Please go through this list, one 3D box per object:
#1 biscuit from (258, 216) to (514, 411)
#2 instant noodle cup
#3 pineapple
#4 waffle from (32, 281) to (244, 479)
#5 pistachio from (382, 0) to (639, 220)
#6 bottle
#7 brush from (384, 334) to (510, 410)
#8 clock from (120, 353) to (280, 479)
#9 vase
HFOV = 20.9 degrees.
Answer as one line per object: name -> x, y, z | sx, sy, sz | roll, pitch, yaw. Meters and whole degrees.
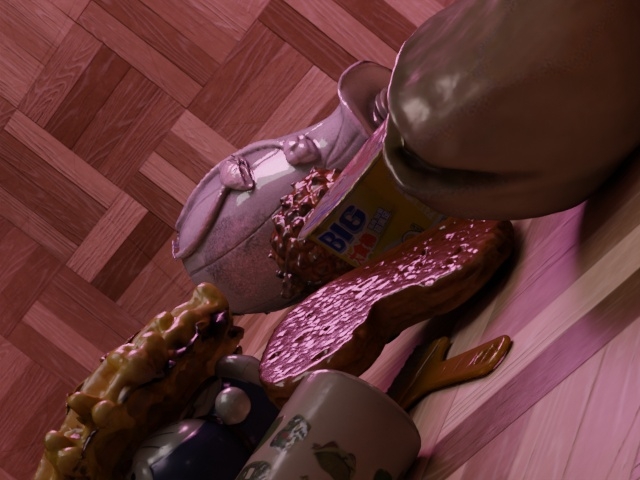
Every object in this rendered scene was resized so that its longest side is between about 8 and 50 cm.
biscuit -> 0.070, 0.067, 1.666 | 0.277, 0.052, 0.262 | -29, 13, 9
instant noodle cup -> 0.096, -0.037, 1.893 | 0.205, 0.153, 0.205 | -53, 5, 6
pineapple -> 0.000, 0.000, 2.382 | 0.193, 0.166, 0.166 | -57, 7, -16
waffle -> -0.226, 0.245, 2.019 | 0.379, 0.095, 0.382 | -40, -26, -55
pistachio -> 0.178, -0.131, 1.521 | 0.332, 0.226, 0.208 | -44, -22, -39
bottle -> -0.028, 0.232, 1.396 | 0.253, 0.120, 0.120 | -54, 6, -25
brush -> 0.109, 0.117, 1.547 | 0.103, 0.013, 0.272 | -55, 7, -20
clock -> -0.122, 0.241, 1.927 | 0.243, 0.146, 0.199 | -53, -7, -46
vase -> -0.019, -0.074, 2.590 | 0.445, 0.250, 0.250 | -40, 12, 37
